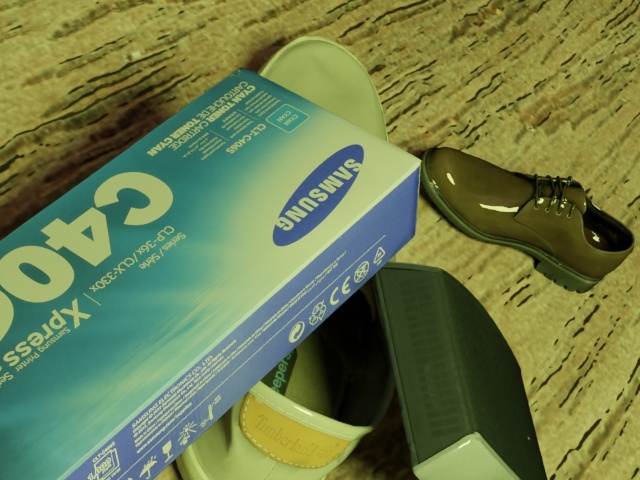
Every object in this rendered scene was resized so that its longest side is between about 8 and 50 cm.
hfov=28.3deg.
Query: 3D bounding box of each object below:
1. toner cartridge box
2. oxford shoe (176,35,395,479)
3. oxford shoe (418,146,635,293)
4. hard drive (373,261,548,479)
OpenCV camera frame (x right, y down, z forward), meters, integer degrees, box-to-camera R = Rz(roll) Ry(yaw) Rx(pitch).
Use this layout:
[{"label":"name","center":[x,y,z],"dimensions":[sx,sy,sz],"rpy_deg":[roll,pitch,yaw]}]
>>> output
[{"label":"toner cartridge box","center":[-0.104,0.031,0.804],"dimensions":[0.165,0.075,0.348],"rpy_deg":[30,53,26]},{"label":"oxford shoe","center":[0.000,0.000,0.973],"dimensions":[0.169,0.130,0.449],"rpy_deg":[27,47,-19]},{"label":"oxford shoe","center":[0.194,-0.037,1.170],"dimensions":[0.227,0.096,0.082],"rpy_deg":[24,51,-21]},{"label":"hard drive","center":[0.113,0.123,0.938],"dimensions":[0.254,0.054,0.172],"rpy_deg":[46,30,-57]}]
